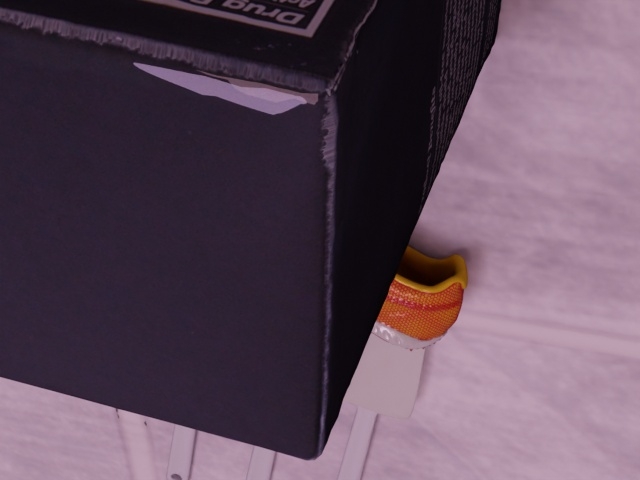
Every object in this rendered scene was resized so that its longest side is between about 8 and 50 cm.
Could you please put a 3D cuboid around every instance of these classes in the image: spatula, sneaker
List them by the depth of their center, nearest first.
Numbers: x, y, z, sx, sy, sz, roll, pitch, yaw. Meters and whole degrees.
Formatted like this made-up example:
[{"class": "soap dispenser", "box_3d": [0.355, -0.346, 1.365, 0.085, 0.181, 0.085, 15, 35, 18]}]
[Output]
[{"class": "sneaker", "box_3d": [0.000, 0.000, 0.802, 0.175, 0.064, 0.067, 19, 120, -4]}, {"class": "spatula", "box_3d": [-0.028, 0.111, 0.927, 0.168, 0.019, 0.242, 18, 133, 7]}]

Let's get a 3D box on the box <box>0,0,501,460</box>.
[{"class": "box", "box_3d": [-0.093, -0.101, 0.584, 0.296, 0.294, 0.182, 13, 132, 13]}]
